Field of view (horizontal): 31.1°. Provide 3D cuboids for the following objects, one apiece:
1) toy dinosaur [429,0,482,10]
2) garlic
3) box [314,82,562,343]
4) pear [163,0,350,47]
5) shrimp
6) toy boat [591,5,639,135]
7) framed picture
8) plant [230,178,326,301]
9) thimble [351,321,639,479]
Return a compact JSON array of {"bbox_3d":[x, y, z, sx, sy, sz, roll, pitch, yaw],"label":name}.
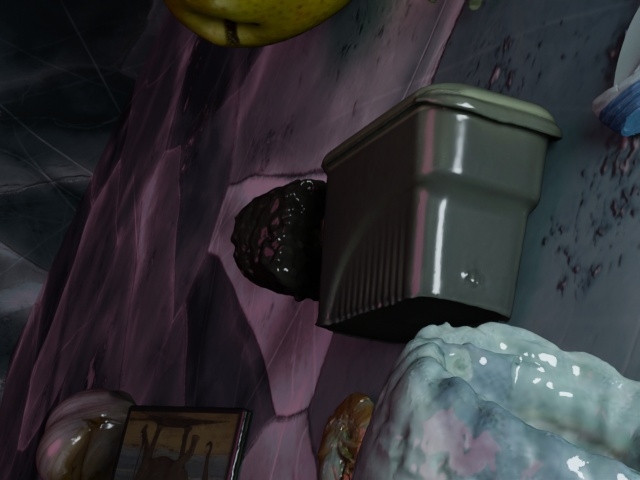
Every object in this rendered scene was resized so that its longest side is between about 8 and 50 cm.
[{"bbox_3d":[0.169,-0.324,1.150,0.294,0.077,0.162,-18,56,67],"label":"toy dinosaur"},{"bbox_3d":[-0.325,0.348,1.826,0.257,0.207,0.207,8,78,35],"label":"garlic"},{"bbox_3d":[0.094,-0.012,1.020,0.274,0.138,0.178,153,127,-66],"label":"box"},{"bbox_3d":[-0.076,-0.460,1.515,0.362,0.363,0.418,-26,46,63],"label":"pear"},{"bbox_3d":[0.022,0.229,1.107,0.091,0.043,0.184,-40,36,50],"label":"shrimp"},{"bbox_3d":[0.237,-0.141,0.871,0.105,0.034,0.149,-54,27,36],"label":"toy boat"},{"bbox_3d":[-0.213,0.385,1.505,0.265,0.016,0.346,-6,66,46],"label":"framed picture"},{"bbox_3d":[0.000,0.000,1.235,0.203,0.131,0.142,2,69,59],"label":"plant"},{"bbox_3d":[0.119,0.161,0.672,0.250,0.205,0.171,35,112,53],"label":"thimble"}]
